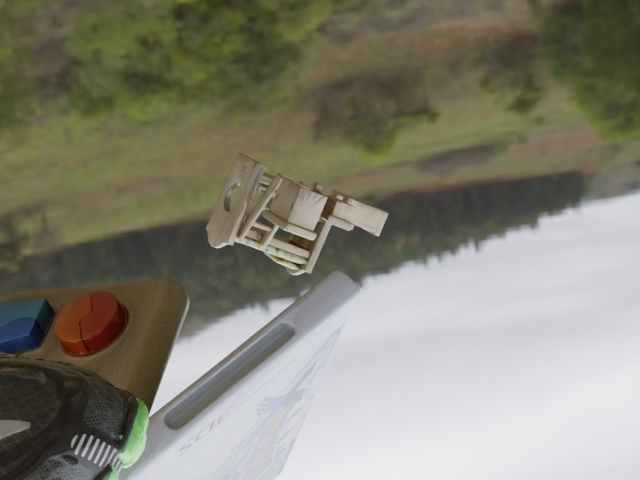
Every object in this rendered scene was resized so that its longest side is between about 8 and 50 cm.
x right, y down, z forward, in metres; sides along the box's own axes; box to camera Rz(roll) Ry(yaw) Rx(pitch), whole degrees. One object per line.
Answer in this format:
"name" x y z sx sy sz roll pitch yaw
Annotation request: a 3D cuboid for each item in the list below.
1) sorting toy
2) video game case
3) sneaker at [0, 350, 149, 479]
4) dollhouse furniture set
"sorting toy" -0.258 0.145 1.333 0.229 0.041 0.307 -3 -137 19
"video game case" -0.107 0.202 1.361 0.300 0.036 0.329 -38 161 -35
"sneaker" -0.342 0.094 1.029 0.483 0.185 0.202 10 143 22
"dollhouse furniture set" 0.000 0.000 1.638 0.182 0.101 0.161 20 -174 -31
